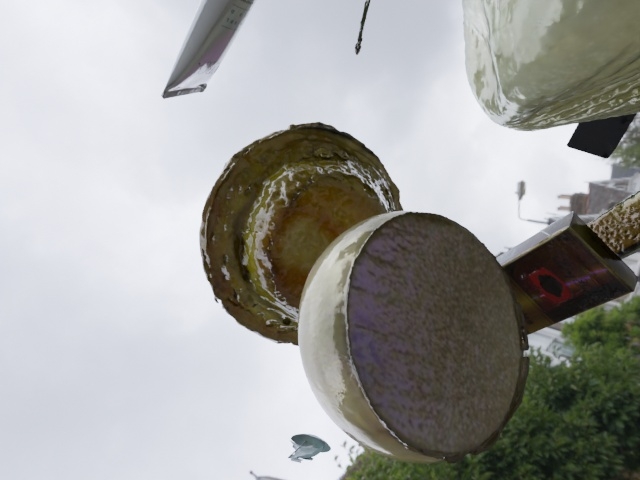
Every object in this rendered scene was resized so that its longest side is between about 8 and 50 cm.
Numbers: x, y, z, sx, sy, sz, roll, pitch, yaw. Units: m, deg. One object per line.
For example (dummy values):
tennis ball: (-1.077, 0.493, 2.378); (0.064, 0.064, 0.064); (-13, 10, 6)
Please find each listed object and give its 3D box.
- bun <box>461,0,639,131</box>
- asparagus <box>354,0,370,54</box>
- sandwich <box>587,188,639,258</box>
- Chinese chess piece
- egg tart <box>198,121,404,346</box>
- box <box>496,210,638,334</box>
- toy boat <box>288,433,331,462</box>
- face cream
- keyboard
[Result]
bun: (0.304, -0.238, 0.378); (0.352, 0.349, 0.227); (-5, -89, -13)
asparagus: (0.086, -0.439, 0.857); (0.013, 0.016, 0.166); (19, -114, -16)
sandwich: (0.683, -0.064, 0.818); (0.249, 0.095, 0.273); (-14, -25, -23)
Chinese chess piece: (0.106, 0.099, 0.471); (0.270, 0.112, 0.270); (10, -110, -29)
egg tart: (0.000, 0.000, 0.784); (0.443, 0.178, 0.443); (-4, -79, -24)
box: (0.418, 0.077, 0.784); (0.159, 0.240, 0.071); (48, -134, 4)
toy boat: (-0.025, 0.513, 1.038); (0.105, 0.149, 0.034); (7, -99, -1)
face cream: (-0.125, -0.283, 0.525); (0.058, 0.244, 0.092); (42, -148, 2)
keyboard: (0.488, -0.235, 0.685); (0.015, 0.074, 0.197); (-45, -27, -54)
